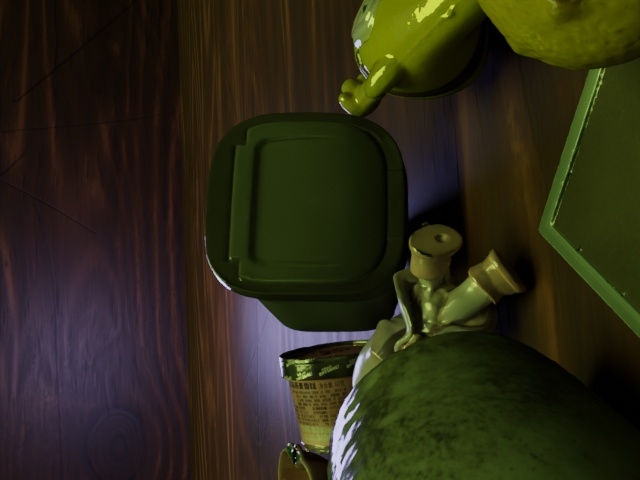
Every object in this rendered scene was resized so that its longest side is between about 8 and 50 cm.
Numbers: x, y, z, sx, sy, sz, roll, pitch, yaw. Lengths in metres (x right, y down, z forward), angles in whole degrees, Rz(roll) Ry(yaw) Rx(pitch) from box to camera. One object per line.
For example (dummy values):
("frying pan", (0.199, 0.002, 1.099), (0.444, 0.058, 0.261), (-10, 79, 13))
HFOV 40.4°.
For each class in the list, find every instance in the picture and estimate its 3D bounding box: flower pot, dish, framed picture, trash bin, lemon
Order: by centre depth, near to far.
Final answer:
("lemon", (0.194, -0.215, 0.603), (0.203, 0.178, 0.178), (-60, 0, -33))
("flower pot", (0.139, 0.240, 0.620), (0.330, 0.294, 0.293), (-114, 29, -64))
("framed picture", (0.265, -0.032, 0.636), (0.293, 0.018, 0.231), (-117, 32, -55))
("trash bin", (0.000, 0.000, 1.052), (0.250, 0.219, 0.219), (69, -157, -66))
("dish", (0.005, 0.404, 1.332), (0.213, 0.091, 0.213), (177, 90, -72))

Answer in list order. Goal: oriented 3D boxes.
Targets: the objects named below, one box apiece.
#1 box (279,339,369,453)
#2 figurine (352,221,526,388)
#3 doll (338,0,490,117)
("box", (0.027, 0.212, 1.183), (0.151, 0.151, 0.135), (173, 88, -72))
("figurine", (0.114, 0.110, 0.920), (0.200, 0.133, 0.275), (-106, 24, -49))
("doll", (0.121, -0.222, 0.864), (0.199, 0.145, 0.363), (-55, 7, -24))
